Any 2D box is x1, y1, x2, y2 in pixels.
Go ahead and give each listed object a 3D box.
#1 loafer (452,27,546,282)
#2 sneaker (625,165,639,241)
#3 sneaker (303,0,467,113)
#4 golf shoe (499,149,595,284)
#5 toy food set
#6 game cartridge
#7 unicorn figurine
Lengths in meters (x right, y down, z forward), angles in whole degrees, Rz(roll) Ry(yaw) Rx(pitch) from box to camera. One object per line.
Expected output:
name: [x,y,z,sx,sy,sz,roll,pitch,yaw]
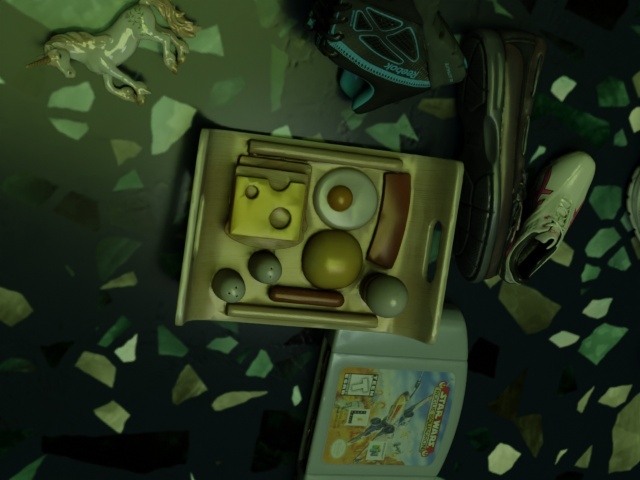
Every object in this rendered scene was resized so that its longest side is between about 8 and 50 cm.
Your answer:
loafer: [0.215,-0.095,1.081,0.095,0.109,0.303,-7,110,-17]
sneaker: [0.461,-0.090,1.133,0.111,0.129,0.297,-9,114,-14]
sneaker: [0.046,-0.237,0.907,0.139,0.125,0.341,-26,146,7]
golf shoe: [0.284,-0.024,1.136,0.067,0.086,0.186,30,100,-22]
toy food set: [0.000,0.000,1.038,0.306,0.092,0.220,6,97,-16]
game cartridge: [0.083,0.218,1.196,0.198,0.062,0.297,6,109,-13]
unicorn figurine: [-0.211,-0.195,0.956,0.162,0.060,0.111,-48,115,-11]
